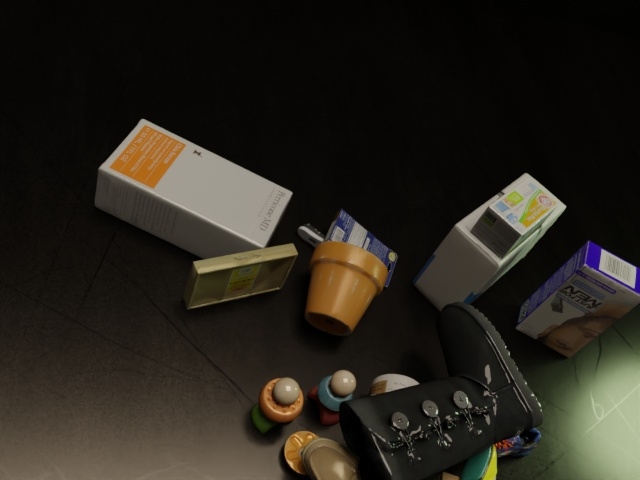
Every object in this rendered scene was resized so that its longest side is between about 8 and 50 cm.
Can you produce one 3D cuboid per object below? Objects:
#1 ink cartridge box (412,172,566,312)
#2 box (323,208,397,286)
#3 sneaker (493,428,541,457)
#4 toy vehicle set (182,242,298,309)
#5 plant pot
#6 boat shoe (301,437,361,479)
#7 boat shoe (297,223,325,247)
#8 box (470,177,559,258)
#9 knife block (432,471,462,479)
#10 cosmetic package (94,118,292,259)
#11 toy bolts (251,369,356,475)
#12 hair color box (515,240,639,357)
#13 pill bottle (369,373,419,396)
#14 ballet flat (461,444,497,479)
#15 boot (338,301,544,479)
[{"bbox_3d":[0.486,0.014,1.975,0.166,0.285,0.395,45,50,16],"label":"ink cartridge box"},{"bbox_3d":[0.115,0.028,1.946,0.225,0.036,0.136,39,46,-15],"label":"box"},{"bbox_3d":[0.453,0.497,1.706,0.221,0.087,0.083,-4,55,-26],"label":"sneaker"},{"bbox_3d":[-0.199,0.089,1.705,0.267,0.166,0.035,-10,58,-30],"label":"toy vehicle set"},{"bbox_3d":[0.049,0.134,1.770,0.205,0.205,0.188,24,64,-3],"label":"plant pot"},{"bbox_3d":[0.081,0.543,1.455,0.109,0.098,0.302,-42,91,-7],"label":"boat shoe"},{"bbox_3d":[0.000,0.000,1.941,0.142,0.049,0.040,37,48,12],"label":"boat shoe"},{"bbox_3d":[0.505,-0.060,1.778,0.114,0.103,0.203,44,50,17],"label":"box"},{"bbox_3d":[0.415,0.628,1.585,0.242,0.088,0.275,-18,61,-34],"label":"knife block"},{"bbox_3d":[-0.332,-0.109,1.813,0.453,0.161,0.230,26,48,-3],"label":"cosmetic package"},{"bbox_3d":[-0.008,0.388,1.550,0.229,0.158,0.218,-18,62,-33],"label":"toy bolts"},{"bbox_3d":[0.717,0.172,1.908,0.185,0.339,0.110,29,50,1],"label":"hair color box"},{"bbox_3d":[0.164,0.440,1.601,0.131,0.131,0.229,21,48,-6],"label":"pill bottle"},{"bbox_3d":[0.344,0.554,1.515,0.077,0.077,0.231,48,48,-9],"label":"ballet flat"},{"bbox_3d":[0.231,0.337,1.547,0.445,0.146,0.367,-14,51,-26],"label":"boot"}]
